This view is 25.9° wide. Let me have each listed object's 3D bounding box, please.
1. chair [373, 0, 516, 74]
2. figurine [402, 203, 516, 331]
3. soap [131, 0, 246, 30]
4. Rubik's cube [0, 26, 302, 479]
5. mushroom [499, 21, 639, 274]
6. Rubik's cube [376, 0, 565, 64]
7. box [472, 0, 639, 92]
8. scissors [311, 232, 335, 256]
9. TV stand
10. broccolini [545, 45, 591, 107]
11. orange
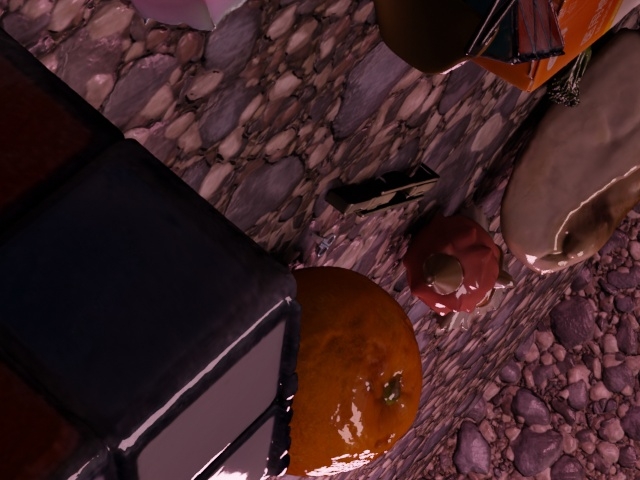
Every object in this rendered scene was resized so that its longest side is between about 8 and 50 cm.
[{"bbox_3d":[0.124,-0.276,1.282,0.247,0.158,0.172,-56,163,13],"label":"chair"},{"bbox_3d":[0.221,0.042,2.131,0.387,0.166,0.207,23,87,-75],"label":"figurine"},{"bbox_3d":[-0.082,-0.225,0.981,0.056,0.100,0.149,51,54,-66],"label":"soap"},{"bbox_3d":[-0.230,0.100,0.924,0.313,0.318,0.316,-42,159,-24],"label":"Rubik's cube"},{"bbox_3d":[0.439,-0.132,2.278,0.397,0.224,0.313,-49,178,5],"label":"mushroom"},{"bbox_3d":[0.154,-0.224,1.455,0.190,0.178,0.211,42,48,-52],"label":"Rubik's cube"},{"bbox_3d":[0.309,-0.353,1.600,0.341,0.143,0.225,-37,158,-32],"label":"box"},{"bbox_3d":[0.000,0.000,1.775,0.036,0.006,0.083,-52,162,0],"label":"scissors"},{"bbox_3d":[0.080,-0.063,1.792,0.042,0.036,0.249,-57,161,25],"label":"TV stand"},{"bbox_3d":[0.388,-0.298,2.066,0.067,0.058,0.216,-94,-164,-51],"label":"broccolini"},{"bbox_3d":[-0.003,0.160,1.711,0.261,0.261,0.261,-44,161,-19],"label":"orange"}]
